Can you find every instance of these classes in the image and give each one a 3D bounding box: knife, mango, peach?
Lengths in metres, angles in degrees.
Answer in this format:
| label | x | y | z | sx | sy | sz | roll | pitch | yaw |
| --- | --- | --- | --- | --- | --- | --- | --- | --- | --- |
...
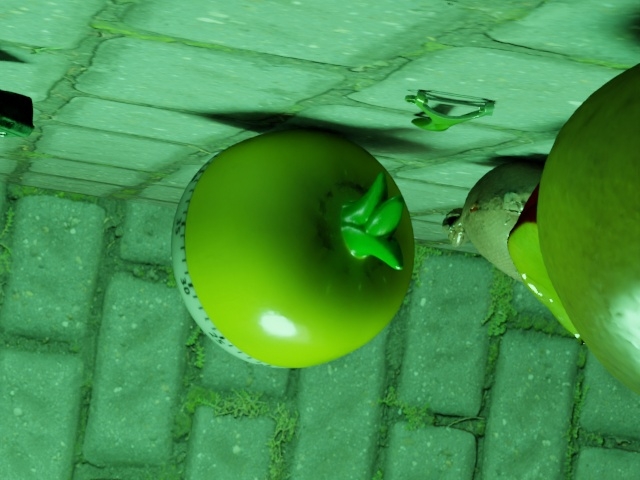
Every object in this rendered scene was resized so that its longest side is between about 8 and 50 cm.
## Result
| label | x | y | z | sx | sy | sz | roll | pitch | yaw |
| --- | --- | --- | --- | --- | --- | --- | --- | --- | --- |
| knife | 0.104 | -0.111 | 1.405 | 0.078 | 0.023 | 0.166 | 13 | 175 | -5 |
| mango | 0.285 | -0.017 | 0.927 | 0.301 | 0.221 | 0.445 | 25 | 162 | 8 |
| peach | 0.271 | -0.020 | 1.414 | 0.154 | 0.159 | 0.267 | 38 | 166 | 2 |

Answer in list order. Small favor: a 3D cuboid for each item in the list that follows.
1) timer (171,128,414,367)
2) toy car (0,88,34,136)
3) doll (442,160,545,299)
| label | x | y | z | sx | sy | sz | roll | pitch | yaw |
| --- | --- | --- | --- | --- | --- | --- | --- | --- | --- |
| timer | 0.000 | 0.000 | 1.656 | 0.285 | 0.285 | 0.285 | 8 | 177 | 0 |
| toy car | -0.438 | -0.142 | 1.463 | 0.320 | 0.097 | 0.141 | 6 | 177 | 11 |
| doll | 0.303 | -0.002 | 1.744 | 0.303 | 0.156 | 0.201 | 4 | 172 | -18 |
